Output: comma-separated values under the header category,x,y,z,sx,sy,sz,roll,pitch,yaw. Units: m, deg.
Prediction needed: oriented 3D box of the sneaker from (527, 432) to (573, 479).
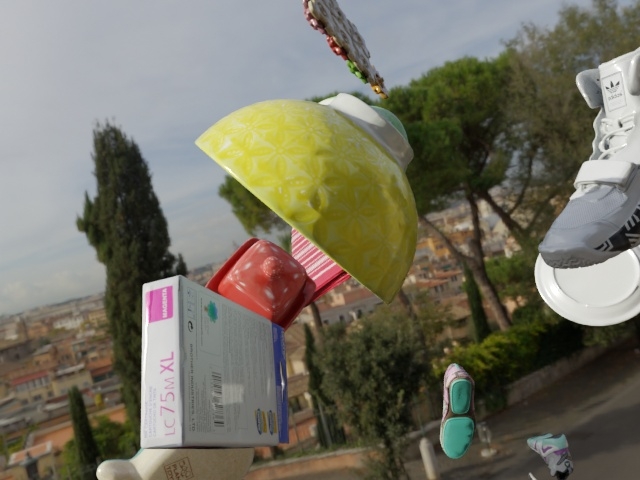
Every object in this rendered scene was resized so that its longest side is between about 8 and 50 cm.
category,x,y,z,sx,sy,sz,roll,pitch,yaw
sneaker,0.325,0.309,0.820,0.038,0.069,0.098,-16,-17,-1

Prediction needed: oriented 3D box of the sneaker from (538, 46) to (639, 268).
category,x,y,z,sx,sy,sz,roll,pitch,yaw
sneaker,0.415,-0.132,0.828,0.366,0.210,0.137,-38,10,-11

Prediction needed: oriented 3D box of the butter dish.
category,x,y,z,sx,sy,sz,roll,pitch,yaw
butter dish,-0.092,0.066,1.007,0.160,0.160,0.118,-51,-4,-34

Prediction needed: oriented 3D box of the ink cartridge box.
category,x,y,z,sx,sy,sz,roll,pitch,yaw
ink cartridge box,-0.124,0.177,0.771,0.065,0.185,0.311,-13,-22,17

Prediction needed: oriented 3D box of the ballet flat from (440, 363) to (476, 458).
category,x,y,z,sx,sy,sz,roll,pitch,yaw
ballet flat,0.298,0.366,1.275,0.077,0.221,0.079,-2,22,4

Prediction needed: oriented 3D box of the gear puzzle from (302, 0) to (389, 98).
category,x,y,z,sx,sy,sz,roll,pitch,yaw
gear puzzle,0.053,-0.421,1.258,0.044,0.175,0.339,-26,-39,24

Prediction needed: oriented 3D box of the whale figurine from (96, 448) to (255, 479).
category,x,y,z,sx,sy,sz,roll,pitch,yaw
whale figurine,-0.258,0.387,1.056,0.272,0.216,0.141,-20,10,-24

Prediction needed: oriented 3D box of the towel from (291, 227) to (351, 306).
category,x,y,z,sx,sy,sz,roll,pitch,yaw
towel,0.000,0.000,1.305,0.031,0.275,0.199,23,-42,-31

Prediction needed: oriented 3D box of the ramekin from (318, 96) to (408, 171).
category,x,y,z,sx,sy,sz,roll,pitch,yaw
ramekin,0.057,-0.213,1.476,0.303,0.303,0.148,-14,-19,41

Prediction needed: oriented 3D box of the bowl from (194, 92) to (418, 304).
category,x,y,z,sx,sy,sz,roll,pitch,yaw
bowl,0.016,-0.075,0.681,0.156,0.289,0.289,-50,0,0

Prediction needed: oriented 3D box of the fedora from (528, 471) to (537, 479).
category,x,y,z,sx,sy,sz,roll,pitch,yaw
fedora,0.293,0.414,0.658,0.124,0.275,0.244,-43,18,1

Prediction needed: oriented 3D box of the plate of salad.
category,x,y,z,sx,sy,sz,roll,pitch,yaw
plate of salad,0.492,0.062,1.051,0.200,0.200,0.048,-14,-32,15
